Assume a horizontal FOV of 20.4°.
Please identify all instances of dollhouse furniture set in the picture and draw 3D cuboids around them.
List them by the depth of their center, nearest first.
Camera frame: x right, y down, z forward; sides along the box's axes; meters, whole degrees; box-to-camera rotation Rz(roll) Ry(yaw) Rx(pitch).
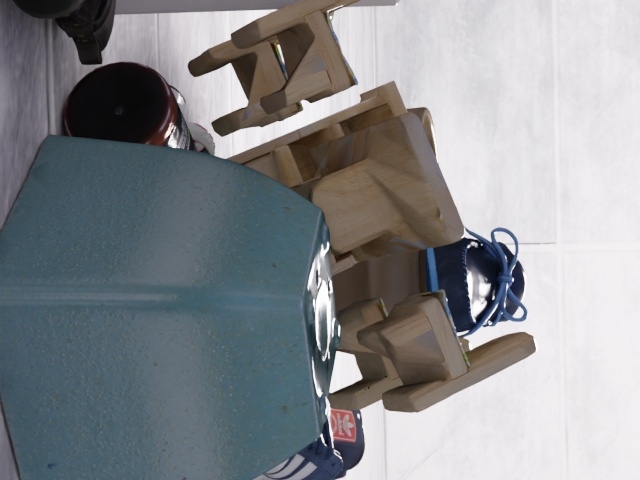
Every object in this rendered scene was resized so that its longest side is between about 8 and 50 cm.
[{"bbox_3d":[0.053,-0.052,1.709,0.362,0.256,0.394,67,-22,-4],"label":"dollhouse furniture set"}]

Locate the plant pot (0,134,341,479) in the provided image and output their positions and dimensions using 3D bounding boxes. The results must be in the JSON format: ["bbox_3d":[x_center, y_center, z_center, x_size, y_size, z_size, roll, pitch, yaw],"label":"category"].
[{"bbox_3d":[-0.117,0.070,1.503,0.247,0.252,0.247,-80,166,-55],"label":"plant pot"}]

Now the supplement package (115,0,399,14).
[{"bbox_3d":[-0.063,-0.325,1.763,0.177,0.293,0.175,-66,154,-72],"label":"supplement package"}]

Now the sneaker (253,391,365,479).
[{"bbox_3d":[-0.026,0.198,1.924,0.350,0.148,0.131,84,3,-74],"label":"sneaker"}]

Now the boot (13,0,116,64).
[{"bbox_3d":[-0.217,-0.287,1.511,0.229,0.091,0.262,-30,123,-86],"label":"boot"}]

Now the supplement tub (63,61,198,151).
[{"bbox_3d":[-0.168,-0.076,1.670,0.198,0.106,0.106,72,18,-62],"label":"supplement tub"}]

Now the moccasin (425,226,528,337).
[{"bbox_3d":[0.190,0.038,2.111,0.342,0.117,0.137,-31,120,-79],"label":"moccasin"}]

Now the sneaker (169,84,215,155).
[{"bbox_3d":[-0.167,-0.096,1.863,0.178,0.072,0.077,53,48,-62],"label":"sneaker"}]

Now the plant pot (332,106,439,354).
[{"bbox_3d":[0.000,0.000,2.181,0.323,0.280,0.323,0,90,-82],"label":"plant pot"}]
